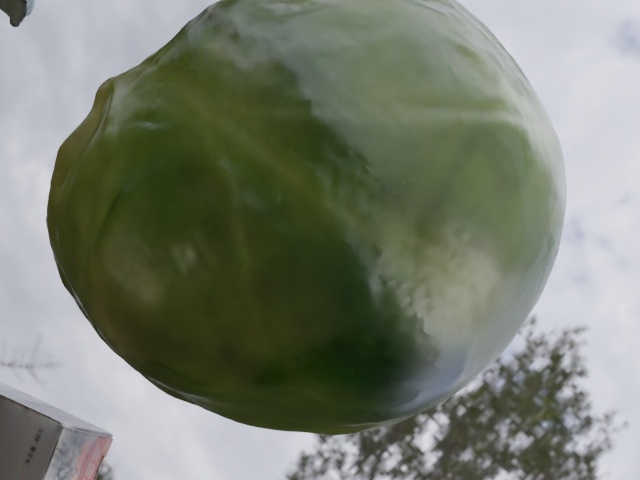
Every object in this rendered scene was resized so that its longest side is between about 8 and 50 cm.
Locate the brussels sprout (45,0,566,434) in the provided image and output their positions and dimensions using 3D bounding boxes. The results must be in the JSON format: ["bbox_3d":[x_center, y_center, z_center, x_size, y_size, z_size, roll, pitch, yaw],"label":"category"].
[{"bbox_3d":[0.004,0.001,0.380,0.149,0.151,0.122,36,19,-50],"label":"brussels sprout"}]

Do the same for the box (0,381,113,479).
[{"bbox_3d":[-0.205,0.090,0.667,0.218,0.055,0.039,15,-8,34],"label":"box"}]

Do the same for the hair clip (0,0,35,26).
[{"bbox_3d":[-0.325,-0.366,0.988,0.392,0.238,0.318,8,-41,23],"label":"hair clip"}]
